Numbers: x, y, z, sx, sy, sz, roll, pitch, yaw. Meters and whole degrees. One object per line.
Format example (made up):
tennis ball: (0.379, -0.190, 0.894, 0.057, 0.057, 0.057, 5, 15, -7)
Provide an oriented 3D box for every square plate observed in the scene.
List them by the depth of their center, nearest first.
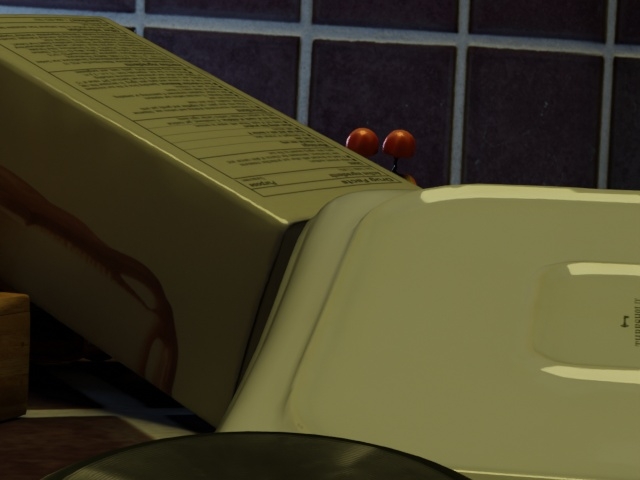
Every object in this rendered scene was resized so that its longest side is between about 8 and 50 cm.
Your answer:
square plate: (0.132, 0.049, 0.745, 0.344, 0.049, 0.347, 2, 24, 10)

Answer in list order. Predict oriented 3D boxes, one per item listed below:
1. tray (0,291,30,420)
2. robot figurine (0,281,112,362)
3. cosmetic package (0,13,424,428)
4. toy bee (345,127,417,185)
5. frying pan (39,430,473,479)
tray: (-0.331, 0.061, 0.867, 0.202, 0.076, 0.411, 4, 5, 24)
robot figurine: (-0.233, 0.033, 1.238, 0.291, 0.085, 0.211, 2, 3, -15)
cosmetic package: (-0.094, -0.021, 1.095, 0.296, 0.129, 0.153, 30, 22, 35)
toy bee: (0.037, 0.005, 1.301, 0.195, 0.162, 0.298, 2, 4, -36)
frying pan: (0.035, 0.113, 0.493, 0.326, 0.053, 0.197, 12, 19, 34)
